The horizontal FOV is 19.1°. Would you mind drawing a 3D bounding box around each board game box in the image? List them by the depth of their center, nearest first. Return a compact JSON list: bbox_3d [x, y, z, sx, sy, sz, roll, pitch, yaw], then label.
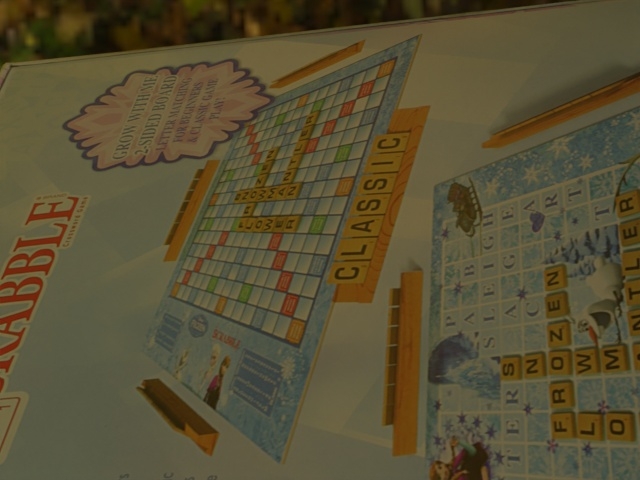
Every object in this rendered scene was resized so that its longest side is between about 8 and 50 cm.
[{"bbox_3d":[0.038,0.046,0.457,0.319,0.318,0.066,-76,158,-53],"label":"board game box"}]
